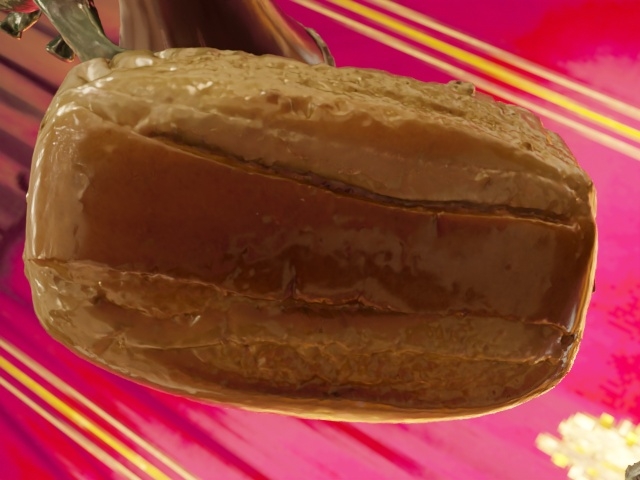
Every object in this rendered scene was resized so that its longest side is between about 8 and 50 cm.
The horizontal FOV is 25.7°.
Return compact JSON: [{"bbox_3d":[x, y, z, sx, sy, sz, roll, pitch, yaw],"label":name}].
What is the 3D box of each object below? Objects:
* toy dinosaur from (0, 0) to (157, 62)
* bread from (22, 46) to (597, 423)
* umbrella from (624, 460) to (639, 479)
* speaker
[{"bbox_3d":[-0.184,-0.153,0.881,0.079,0.292,0.120,24,-65,-35],"label":"toy dinosaur"},{"bbox_3d":[0.000,0.000,0.574,0.236,0.106,0.140,6,-67,-6],"label":"bread"},{"bbox_3d":[0.344,0.290,1.335,0.188,0.050,0.046,54,-146,-12],"label":"umbrella"},{"bbox_3d":[-0.154,-0.218,1.088,0.329,0.259,0.198,65,-147,-48],"label":"speaker"}]
